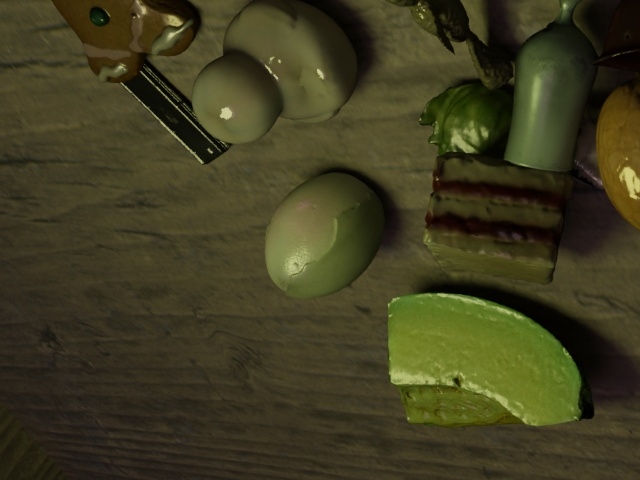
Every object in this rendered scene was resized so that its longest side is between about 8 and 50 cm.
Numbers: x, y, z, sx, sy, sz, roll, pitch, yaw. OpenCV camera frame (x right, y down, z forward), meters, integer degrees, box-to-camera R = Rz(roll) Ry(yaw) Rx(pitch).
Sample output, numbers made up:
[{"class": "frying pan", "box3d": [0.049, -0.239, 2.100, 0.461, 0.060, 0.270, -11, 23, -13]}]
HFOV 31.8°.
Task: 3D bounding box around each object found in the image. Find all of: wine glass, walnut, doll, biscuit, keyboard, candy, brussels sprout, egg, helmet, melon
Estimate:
[{"class": "wine glass", "box3d": [0.290, -0.205, 1.389, 0.103, 0.103, 0.230, 15, 109, 24]}, {"class": "walnut", "box3d": [0.412, -0.104, 1.346, 0.159, 0.159, 0.206, -15, 92, 46]}, {"class": "doll", "box3d": [-0.077, -0.233, 1.638, 0.251, 0.221, 0.221, 5, 135, 33]}, {"class": "biscuit", "box3d": [-0.405, -0.434, 1.761, 0.283, 0.064, 0.432, -19, 118, 43]}, {"class": "keyboard", "box3d": [-0.257, -0.225, 1.942, 0.230, 0.025, 0.094, 45, 145, -15]}, {"class": "candy", "box3d": [0.250, -0.024, 1.564, 0.180, 0.135, 0.321, 10, 175, 12]}, {"class": "doll", "box3d": [0.155, -0.287, 1.421, 0.091, 0.202, 0.286, -24, 114, 30]}, {"class": "brussels sprout", "box3d": [0.238, -0.151, 1.595, 0.181, 0.100, 0.139, 31, 134, 23]}, {"class": "egg", "box3d": [0.000, 0.000, 1.844, 0.183, 0.217, 0.183, 23, 146, 17]}, {"class": "helmet", "box3d": [0.401, -0.255, 1.314, 0.175, 0.106, 0.155, -4, 180, -1]}, {"class": "melon", "box3d": [0.293, 0.239, 1.913, 0.344, 0.226, 0.331, 0, 122, 20]}]

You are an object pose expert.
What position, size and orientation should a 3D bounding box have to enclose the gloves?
[{"class": "gloves", "box3d": [0.408, -0.118, 1.475, 0.212, 0.127, 0.111, 5, 112, 8]}]
